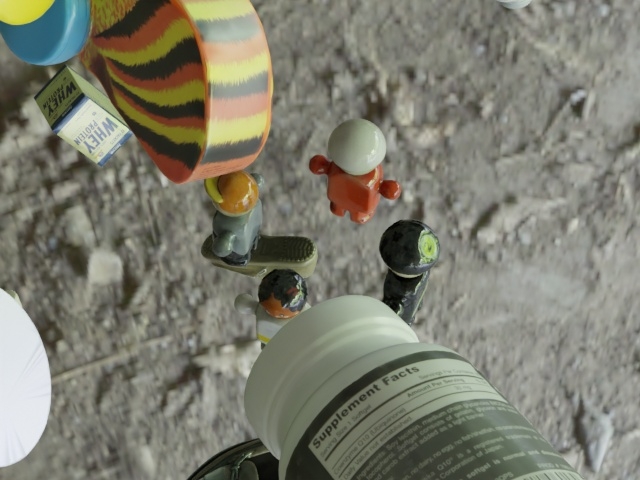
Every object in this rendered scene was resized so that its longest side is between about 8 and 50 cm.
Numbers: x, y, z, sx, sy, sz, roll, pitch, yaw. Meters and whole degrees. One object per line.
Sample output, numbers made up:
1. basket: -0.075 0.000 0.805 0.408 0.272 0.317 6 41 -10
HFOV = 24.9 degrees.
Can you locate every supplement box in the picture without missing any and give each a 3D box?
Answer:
1. supplement box: -0.271 -0.143 1.665 0.056 0.083 0.083 -46 41 7

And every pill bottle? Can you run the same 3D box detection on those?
1. pill bottle: 0.072 0.167 0.946 0.162 0.162 0.278 -29 46 -16

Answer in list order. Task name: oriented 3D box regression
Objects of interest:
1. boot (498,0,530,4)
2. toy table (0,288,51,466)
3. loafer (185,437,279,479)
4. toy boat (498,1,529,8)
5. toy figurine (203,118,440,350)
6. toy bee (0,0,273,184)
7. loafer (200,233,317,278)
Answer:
1. boot: 0.153 -0.366 1.568 0.095 0.123 0.258 -27 78 19
2. toy table: -0.470 0.151 1.892 0.252 0.274 0.161 -21 28 -34
3. loafer: -0.058 0.268 1.663 0.267 0.084 0.096 -28 89 -11
4. toy boat: 0.286 -0.451 2.086 0.148 0.318 0.267 39 70 4
5. toy figurine: 0.000 0.000 1.463 0.209 0.148 0.213 -17 61 -11
6. toy bee: -0.132 -0.177 0.824 0.298 0.162 0.195 32 35 7
7. loafer: -0.071 0.022 1.706 0.148 0.050 0.056 8 50 23
